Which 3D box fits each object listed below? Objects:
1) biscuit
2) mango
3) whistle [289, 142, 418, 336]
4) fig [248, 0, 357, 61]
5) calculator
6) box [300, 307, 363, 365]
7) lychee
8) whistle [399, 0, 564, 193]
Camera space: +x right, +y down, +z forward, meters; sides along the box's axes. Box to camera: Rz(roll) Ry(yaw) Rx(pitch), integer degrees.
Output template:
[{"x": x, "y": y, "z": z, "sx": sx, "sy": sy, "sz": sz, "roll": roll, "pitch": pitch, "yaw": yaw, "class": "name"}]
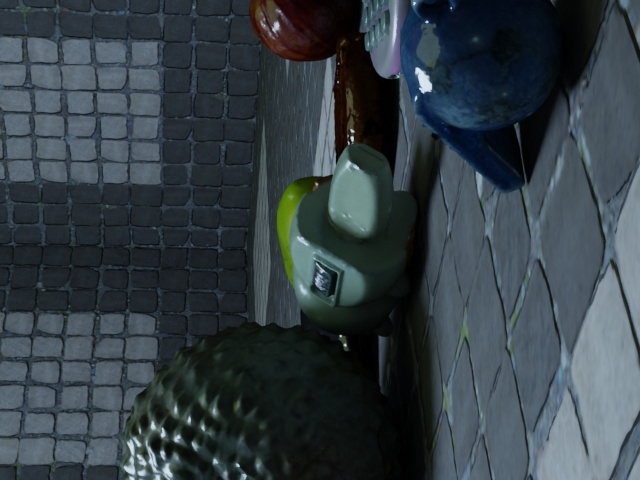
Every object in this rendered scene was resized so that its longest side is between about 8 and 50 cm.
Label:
[{"x": 0.037, "y": -0.106, "z": 1.265, "sx": 0.192, "sy": 0.049, "sz": 0.192, "roll": -2, "pitch": -90, "yaw": -90, "class": "biscuit"}, {"x": 0.001, "y": 0.004, "z": 1.442, "sx": 0.117, "sy": 0.089, "sz": 0.163, "roll": -108, "pitch": 6, "yaw": -47, "class": "mango"}, {"x": 0.025, "y": 0.004, "z": 1.084, "sx": 0.253, "sy": 0.101, "sz": 0.106, "roll": 94, "pitch": 180, "yaw": -58, "class": "whistle"}, {"x": -0.012, "y": -0.245, "z": 1.463, "sx": 0.150, "sy": 0.128, "sz": 0.128, "roll": 60, "pitch": 165, "yaw": 15, "class": "fig"}, {"x": 0.059, "y": -0.285, "z": 1.107, "sx": 0.185, "sy": 0.041, "sz": 0.299, "roll": 156, "pitch": 113, "yaw": -83, "class": "calculator"}, {"x": 0.015, "y": 0.143, "z": 1.365, "sx": 0.212, "sy": 0.042, "sz": 0.201, "roll": 117, "pitch": 144, "yaw": -72, "class": "box"}, {"x": -0.040, "y": 0.193, "z": 1.119, "sx": 0.274, "sy": 0.255, "sz": 0.255, "roll": -19, "pitch": -66, "yaw": -65, "class": "lychee"}, {"x": 0.090, "y": -0.088, "z": 0.677, "sx": 0.158, "sy": 0.090, "sz": 0.090, "roll": 34, "pitch": -134, "yaw": -48, "class": "whistle"}]
